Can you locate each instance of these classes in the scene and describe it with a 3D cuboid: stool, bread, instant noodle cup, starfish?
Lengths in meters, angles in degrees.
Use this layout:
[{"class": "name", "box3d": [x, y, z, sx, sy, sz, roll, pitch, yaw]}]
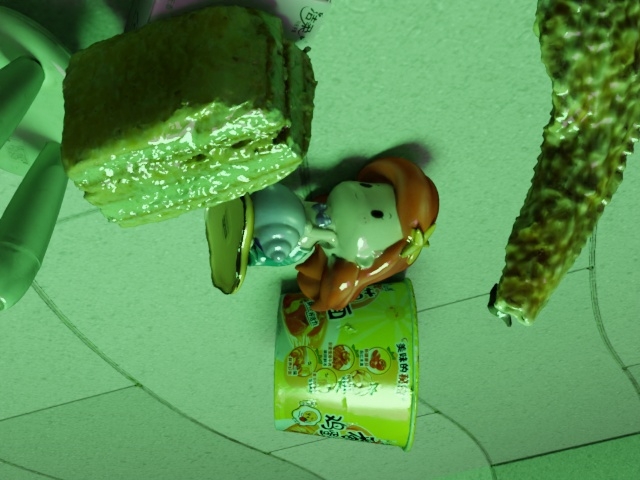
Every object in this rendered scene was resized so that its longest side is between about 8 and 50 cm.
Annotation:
[{"class": "stool", "box3d": [-0.318, -0.076, 0.721, 0.195, 0.198, 0.195, 13, 139, 13]}, {"class": "bread", "box3d": [-0.107, -0.104, 0.669, 0.196, 0.138, 0.102, -13, 149, 16]}, {"class": "instant noodle cup", "box3d": [0.033, 0.180, 1.233, 0.200, 0.264, 0.264, 2, 147, -1]}, {"class": "starfish", "box3d": [0.181, -0.213, 0.532, 0.384, 0.398, 0.132, -30, 173, -15]}]

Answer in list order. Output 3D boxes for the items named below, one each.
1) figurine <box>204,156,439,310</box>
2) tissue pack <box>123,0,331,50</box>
[{"class": "figurine", "box3d": [-0.001, -0.009, 1.004, 0.257, 0.181, 0.208, 3, 106, -22]}, {"class": "tissue pack", "box3d": [-0.108, -0.174, 0.772, 0.149, 0.092, 0.246, 7, 145, -22]}]
